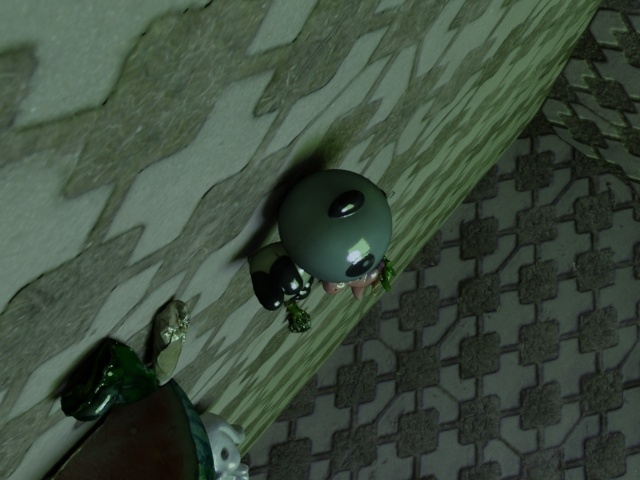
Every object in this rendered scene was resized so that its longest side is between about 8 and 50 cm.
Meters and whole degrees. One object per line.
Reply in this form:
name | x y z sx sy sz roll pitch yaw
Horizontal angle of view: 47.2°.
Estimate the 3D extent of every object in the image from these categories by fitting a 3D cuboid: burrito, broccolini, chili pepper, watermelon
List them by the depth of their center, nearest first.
chili pepper | -0.268 0.188 0.985 0.108 0.062 0.216 -51 170 0
burrito | -0.223 0.154 1.079 0.058 0.045 0.188 -42 165 -37
watermelon | -0.245 0.368 1.131 0.222 0.292 0.319 -51 160 20
broccolini | -0.068 0.175 1.750 0.216 0.058 0.067 59 30 -70

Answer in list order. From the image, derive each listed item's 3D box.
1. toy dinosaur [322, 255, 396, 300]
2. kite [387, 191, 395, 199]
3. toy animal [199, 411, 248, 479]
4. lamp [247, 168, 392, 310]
toy dinosaur | 0.097 0.103 1.897 0.177 0.152 0.194 -40 160 -10
kite | 0.136 -0.065 1.839 0.156 0.011 0.139 -48 171 -7
toy animal | -0.267 0.497 1.672 0.249 0.174 0.289 -17 148 -49
lamp | 0.000 0.000 1.142 0.244 0.197 0.198 -45 170 17
